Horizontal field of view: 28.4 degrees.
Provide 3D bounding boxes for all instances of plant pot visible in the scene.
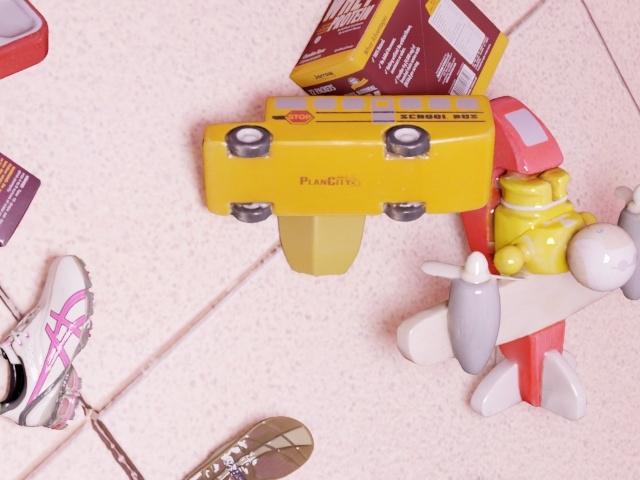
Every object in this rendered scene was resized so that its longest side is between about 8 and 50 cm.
[{"bbox_3d":[0.000,0.000,1.542,0.081,0.081,0.083,-2,97,-37],"label":"plant pot"}]

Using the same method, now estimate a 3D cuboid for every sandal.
[{"bbox_3d":[-0.092,0.261,1.472,0.180,0.049,0.072,-30,98,-20],"label":"sandal"}]

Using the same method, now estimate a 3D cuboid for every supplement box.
[{"bbox_3d":[-0.386,-0.072,1.245,0.188,0.104,0.081,37,66,-28],"label":"supplement box"},{"bbox_3d":[0.102,-0.231,1.605,0.194,0.129,0.191,39,65,-27],"label":"supplement box"}]

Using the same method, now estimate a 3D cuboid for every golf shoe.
[{"bbox_3d":[-0.288,0.102,1.324,0.086,0.067,0.186,14,78,-33],"label":"golf shoe"}]

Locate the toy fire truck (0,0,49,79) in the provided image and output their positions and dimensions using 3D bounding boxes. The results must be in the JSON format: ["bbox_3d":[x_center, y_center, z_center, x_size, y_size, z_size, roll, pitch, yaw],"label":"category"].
[{"bbox_3d":[-0.427,-0.198,1.116,0.302,0.169,0.254,-31,65,-34],"label":"toy fire truck"}]

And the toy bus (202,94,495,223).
[{"bbox_3d":[0.033,-0.100,1.478,0.333,0.130,0.108,0,127,0],"label":"toy bus"}]

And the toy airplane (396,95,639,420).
[{"bbox_3d":[0.293,0.052,1.632,0.384,0.272,0.386,36,66,-29],"label":"toy airplane"}]
